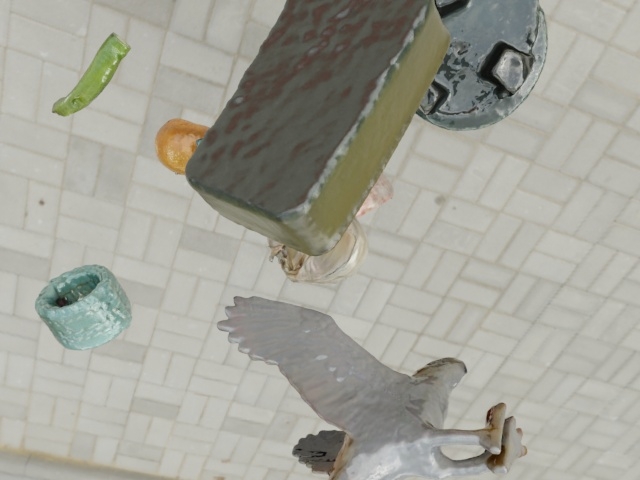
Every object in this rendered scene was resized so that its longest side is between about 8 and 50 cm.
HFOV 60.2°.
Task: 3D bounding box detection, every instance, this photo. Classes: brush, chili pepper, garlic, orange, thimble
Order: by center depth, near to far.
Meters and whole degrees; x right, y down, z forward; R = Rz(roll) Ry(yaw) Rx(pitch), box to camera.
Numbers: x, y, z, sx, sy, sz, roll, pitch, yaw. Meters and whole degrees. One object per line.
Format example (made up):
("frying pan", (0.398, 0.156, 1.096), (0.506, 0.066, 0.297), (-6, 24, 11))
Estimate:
("brush", (-0.003, -0.096, 0.394), (0.197, 0.123, 0.059), (-61, 147, -9))
("chili pepper", (-0.386, -0.265, 0.924), (0.202, 0.052, 0.050), (-35, 102, 27))
("garlic", (0.000, 0.000, 1.087), (0.178, 0.229, 0.143), (-52, 148, 6))
("thimble", (0.034, -0.117, 1.290), (0.239, 0.239, 0.162), (-27, 94, 14))
("thimble", (-0.582, 0.163, 1.381), (0.235, 0.198, 0.143), (1, 128, 26))
("orange", (-0.388, -0.269, 1.618), (0.193, 0.193, 0.161), (12, 107, -9))

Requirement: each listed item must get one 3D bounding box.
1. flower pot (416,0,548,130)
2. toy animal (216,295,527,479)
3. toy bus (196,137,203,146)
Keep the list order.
("flower pot", (0.257, -0.352, 0.974), (0.299, 0.283, 0.299), (4, 105, 14))
("toy animal", (0.024, 0.193, 0.496), (0.302, 0.284, 0.225), (-9, 114, 19))
("toy bus", (-0.269, -0.193, 1.461), (0.079, 0.092, 0.160), (-20, 114, -32))
